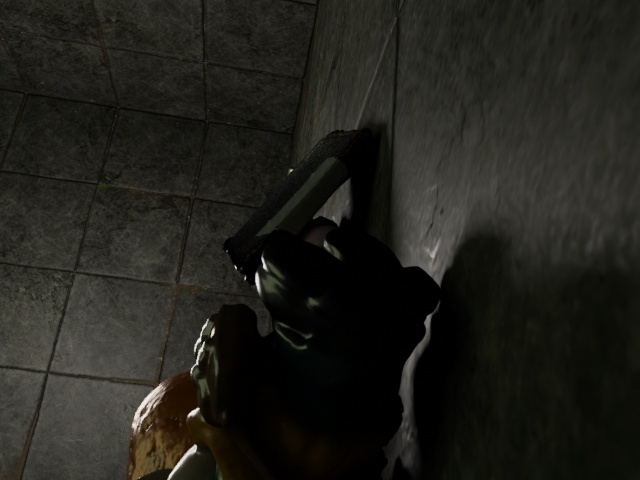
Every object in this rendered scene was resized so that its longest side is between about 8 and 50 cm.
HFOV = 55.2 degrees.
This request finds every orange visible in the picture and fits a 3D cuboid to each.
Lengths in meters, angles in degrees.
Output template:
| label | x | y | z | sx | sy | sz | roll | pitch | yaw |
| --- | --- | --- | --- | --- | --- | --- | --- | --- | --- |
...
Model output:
| label | x | y | z | sx | sy | sz | roll | pitch | yaw |
| --- | --- | --- | --- | --- | --- | --- | --- | --- | --- |
| orange | -0.111 | 0.281 | 0.735 | 0.261 | 0.260 | 0.261 | -172 | 90 | -84 |

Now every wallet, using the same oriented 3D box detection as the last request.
| label | x | y | z | sx | sy | sz | roll | pitch | yaw |
| --- | --- | --- | --- | --- | --- | --- | --- | --- | --- |
| wallet | -0.029 | -0.044 | 0.788 | 0.221 | 0.071 | 0.262 | -47 | 8 | -3 |

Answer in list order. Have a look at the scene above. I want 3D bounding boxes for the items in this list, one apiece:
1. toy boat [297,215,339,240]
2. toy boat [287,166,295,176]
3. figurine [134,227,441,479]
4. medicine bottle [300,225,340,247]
| label | x | y | z | sx | sy | sz | roll | pitch | yaw |
| --- | --- | --- | --- | --- | --- | --- | --- | --- | --- |
| toy boat | 0.000 | 0.000 | 0.870 | 0.065 | 0.066 | 0.172 | 54 | -179 | -13 |
| toy boat | -0.037 | -0.107 | 1.325 | 0.185 | 0.071 | 0.089 | -92 | 12 | -58 |
| figurine | -0.020 | 0.170 | 0.405 | 0.185 | 0.204 | 0.332 | -8 | -41 | -54 |
| medicine bottle | 0.003 | 0.086 | 0.624 | 0.115 | 0.077 | 0.219 | 102 | 174 | -51 |
